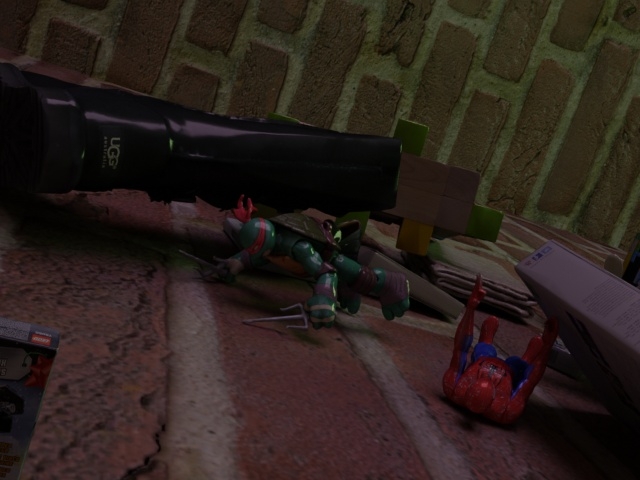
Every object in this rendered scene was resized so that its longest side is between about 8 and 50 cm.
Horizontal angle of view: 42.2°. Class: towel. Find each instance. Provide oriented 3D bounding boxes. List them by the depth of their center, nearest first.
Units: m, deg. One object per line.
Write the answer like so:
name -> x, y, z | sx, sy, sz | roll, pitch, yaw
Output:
towel -> 0.239, 0.056, 1.376 | 0.187, 0.049, 0.282 | 19, 9, -5

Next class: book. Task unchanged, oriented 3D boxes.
book -> 0.120, 0.055, 1.142 | 0.144, 0.035, 0.096 | 28, 4, -11

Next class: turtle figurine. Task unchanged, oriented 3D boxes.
turtle figurine -> -0.021, 0.031, 0.894 | 0.234, 0.118, 0.175 | 18, 9, -38

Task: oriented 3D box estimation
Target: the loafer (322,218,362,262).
loafer -> 0.000, 0.000, 1.074 | 0.062, 0.061, 0.170 | 25, 14, 25

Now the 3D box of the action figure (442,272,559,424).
action figure -> 0.195, 0.101, 0.863 | 0.092, 0.139, 0.280 | 22, 14, 15

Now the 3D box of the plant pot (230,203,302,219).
plant pot -> -0.086, -0.056, 1.233 | 0.081, 0.083, 0.081 | 44, -3, -32

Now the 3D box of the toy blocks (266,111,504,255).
toy blocks -> 0.090, -0.089, 1.368 | 0.382, 0.190, 0.261 | 16, -2, 0

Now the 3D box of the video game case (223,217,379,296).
video game case -> -0.026, 0.021, 1.147 | 0.191, 0.022, 0.173 | 15, 12, -24

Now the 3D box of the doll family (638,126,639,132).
doll family -> 0.616, -0.139, 1.273 | 0.263, 0.163, 0.118 | 13, 7, 12

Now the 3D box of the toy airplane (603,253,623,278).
toy airplane -> 0.524, 0.143, 1.002 | 0.385, 0.272, 0.386 | -16, 56, -31

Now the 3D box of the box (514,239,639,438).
box -> 0.323, 0.142, 0.759 | 0.232, 0.058, 0.322 | 53, 0, -23

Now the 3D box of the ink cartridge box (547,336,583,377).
ink cartridge box -> 0.331, 0.151, 1.109 | 0.063, 0.029, 0.115 | 25, 13, 28

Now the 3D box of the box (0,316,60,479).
box -> -0.204, 0.073, 0.394 | 0.137, 0.093, 0.027 | 17, 12, -18

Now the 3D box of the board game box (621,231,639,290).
board game box -> 0.644, 0.086, 1.600 | 0.048, 0.170, 0.141 | 14, 11, -35

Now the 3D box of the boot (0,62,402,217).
boot -> -0.171, -0.121, 1.041 | 0.445, 0.146, 0.367 | -2, 18, -34
